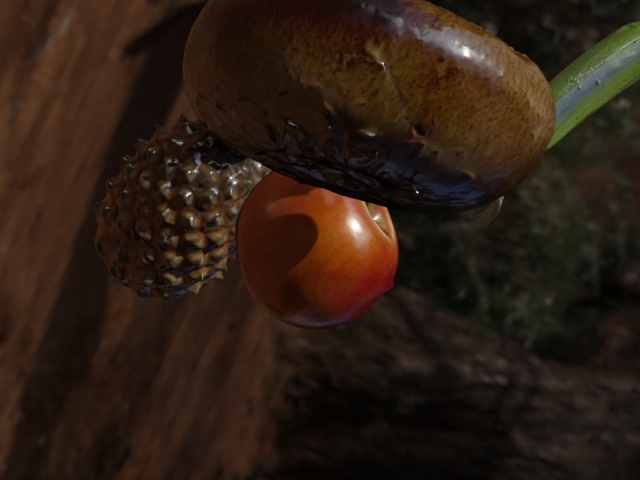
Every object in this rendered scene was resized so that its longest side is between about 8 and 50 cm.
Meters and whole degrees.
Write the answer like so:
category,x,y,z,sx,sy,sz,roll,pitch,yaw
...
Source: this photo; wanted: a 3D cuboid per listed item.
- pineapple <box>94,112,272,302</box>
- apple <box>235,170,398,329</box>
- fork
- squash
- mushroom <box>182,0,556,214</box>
category,x,y,z,sx,sy,sz,roll,pitch,yaw
pineapple,-0.102,-0.088,1.827,0.361,0.175,0.175,-46,-172,34
apple,0.000,0.000,1.588,0.139,0.163,0.163,-33,-169,24
fork,0.183,-0.098,1.748,0.034,0.028,0.219,-55,160,-46
squash,0.306,-0.177,1.996,0.229,0.066,0.066,-39,169,-18
mushroom,0.035,-0.112,1.353,0.278,0.297,0.163,4,100,-68
